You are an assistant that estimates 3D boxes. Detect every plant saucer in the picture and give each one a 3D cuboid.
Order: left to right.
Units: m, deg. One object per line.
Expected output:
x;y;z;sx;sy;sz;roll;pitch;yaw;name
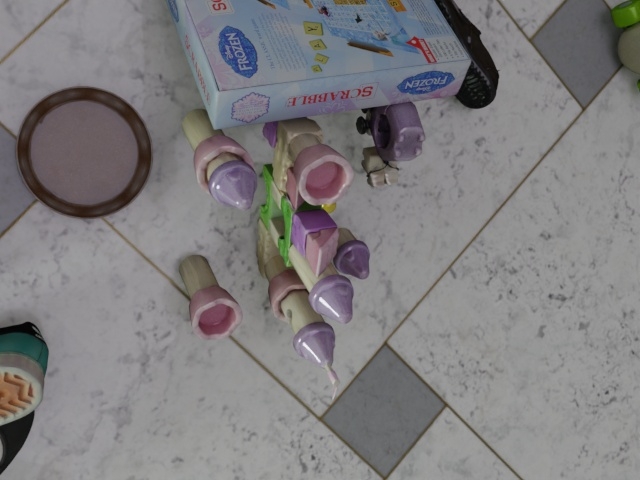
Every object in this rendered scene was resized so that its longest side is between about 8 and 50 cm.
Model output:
-0.301;-0.111;1.066;0.168;0.029;0.168;-1;94;-21;plant saucer

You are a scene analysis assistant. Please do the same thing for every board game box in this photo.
-0.023;-0.292;1.041;0.318;0.066;0.318;-10;57;-19;board game box

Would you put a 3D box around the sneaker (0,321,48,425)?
-0.469;0.177;0.994;0.302;0.121;0.108;-13;121;-1;sneaker

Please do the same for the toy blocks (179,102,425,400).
0.000;0.000;1.015;0.309;0.260;0.288;-8;127;-21;toy blocks

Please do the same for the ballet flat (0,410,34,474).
-0.459;0.293;1.000;0.280;0.096;0.095;-43;105;-13;ballet flat

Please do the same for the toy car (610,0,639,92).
0.576;-0.347;1.350;0.188;0.149;0.155;-45;114;-42;toy car

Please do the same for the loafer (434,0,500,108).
0.189;-0.297;1.222;0.220;0.080;0.078;56;43;-14;loafer
